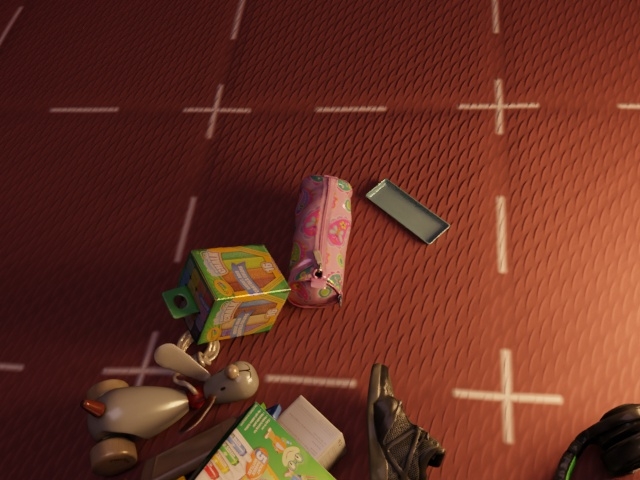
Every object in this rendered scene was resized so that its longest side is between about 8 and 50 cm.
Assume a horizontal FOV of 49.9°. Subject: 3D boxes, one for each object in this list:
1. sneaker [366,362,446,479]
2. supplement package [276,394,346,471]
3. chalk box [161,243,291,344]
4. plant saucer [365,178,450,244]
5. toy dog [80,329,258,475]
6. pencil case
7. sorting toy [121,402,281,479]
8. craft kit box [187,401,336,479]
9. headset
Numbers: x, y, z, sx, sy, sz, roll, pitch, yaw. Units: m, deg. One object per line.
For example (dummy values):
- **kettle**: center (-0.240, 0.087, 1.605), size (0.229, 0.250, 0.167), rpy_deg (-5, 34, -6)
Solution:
- **sneaker**: center (0.144, 0.323, 1.193), size (0.130, 0.087, 0.228), rpy_deg (-6, 59, 3)
- **supplement package**: center (-0.055, 0.376, 1.175), size (0.179, 0.105, 0.105), rpy_deg (-42, 61, -18)
- **chalk box**: center (-0.191, 0.101, 1.309), size (0.213, 0.132, 0.132), rpy_deg (-5, 48, -37)
- **plant saucer**: center (0.186, -0.061, 1.481), size (0.067, 0.018, 0.192), rpy_deg (-40, 60, -17)
- **toy dog**: center (-0.295, 0.280, 1.244), size (0.333, 0.161, 0.220), rpy_deg (-38, 59, -16)
- **pencil case**: center (0.000, 0.000, 1.407), size (0.124, 0.124, 0.284), rpy_deg (1, 56, 10)
- **sorting toy**: center (-0.218, 0.375, 1.170), size (0.347, 0.196, 0.047), rpy_deg (-25, 91, -8)
- **craft kit box**: center (-0.072, 0.394, 0.982), size (0.246, 0.061, 0.250), rpy_deg (46, 30, -1)
- **headset**: center (0.553, 0.363, 1.095), size (0.394, 0.185, 0.243), rpy_deg (-46, 56, -3)
